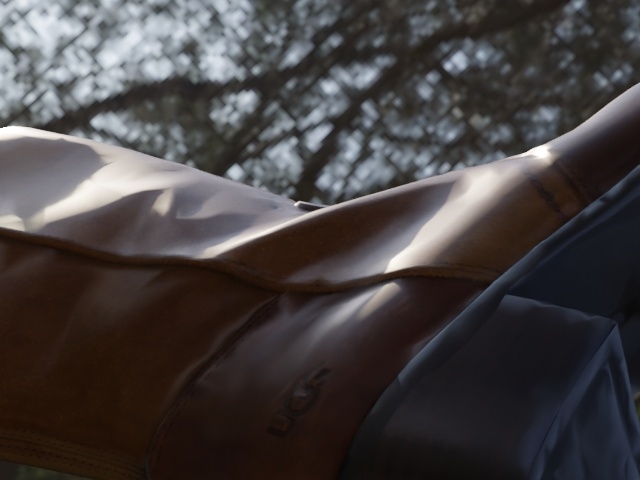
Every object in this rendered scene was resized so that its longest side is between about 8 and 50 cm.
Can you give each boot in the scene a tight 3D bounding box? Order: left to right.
[{"bbox_3d":[0.000,0.000,0.537,0.280,0.264,0.096,9,-44,36],"label":"boot"}]
